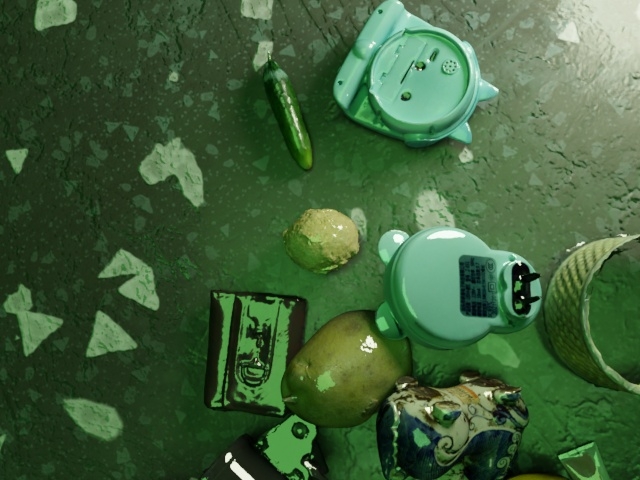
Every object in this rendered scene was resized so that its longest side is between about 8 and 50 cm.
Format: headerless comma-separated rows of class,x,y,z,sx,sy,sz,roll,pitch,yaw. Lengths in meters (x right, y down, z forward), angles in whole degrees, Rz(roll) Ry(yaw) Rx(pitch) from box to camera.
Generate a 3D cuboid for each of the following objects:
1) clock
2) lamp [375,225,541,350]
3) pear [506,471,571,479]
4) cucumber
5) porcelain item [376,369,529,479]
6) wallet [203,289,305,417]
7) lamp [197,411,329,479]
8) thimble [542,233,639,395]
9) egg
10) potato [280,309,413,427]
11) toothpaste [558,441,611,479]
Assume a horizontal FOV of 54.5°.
clock,0.179,-0.290,1.134,0.274,0.094,0.223,28,91,12
lamp,0.237,0.083,1.059,0.284,0.147,0.209,2,78,5
pear,0.345,0.465,0.988,0.198,0.198,0.198,-1,84,9
cucumber,-0.067,-0.253,1.190,0.056,0.056,0.250,-22,82,6
porcelain item,0.215,0.319,1.010,0.288,0.138,0.186,0,99,-33
wallet,-0.126,0.210,1.158,0.182,0.049,0.228,4,87,6
lamp,-0.123,0.483,1.047,0.374,0.205,0.272,-30,76,-6
thimble,0.510,0.115,0.992,0.271,0.150,0.270,0,85,-1
egg,0.000,0.000,1.129,0.140,0.118,0.116,-5,127,0
potato,0.041,0.224,1.059,0.252,0.159,0.174,-23,62,-30
toothpaste,0.477,0.444,1.044,0.067,0.043,0.194,-25,76,8
